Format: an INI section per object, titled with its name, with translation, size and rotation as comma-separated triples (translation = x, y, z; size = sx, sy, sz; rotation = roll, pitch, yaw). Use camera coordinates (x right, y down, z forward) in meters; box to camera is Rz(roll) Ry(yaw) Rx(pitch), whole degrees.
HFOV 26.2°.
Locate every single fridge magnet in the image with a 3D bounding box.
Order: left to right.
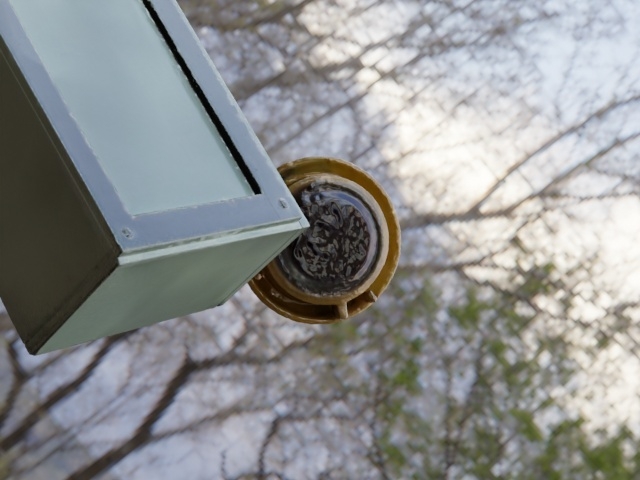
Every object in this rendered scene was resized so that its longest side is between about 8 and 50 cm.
[fridge magnet]
translation = 0.000, 0.000, 1.155
size = 0.143, 0.143, 0.063
rotation = 55, -10, -8

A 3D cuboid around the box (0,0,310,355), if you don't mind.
[box]
translation = -0.121, -0.072, 0.676
size = 0.086, 0.129, 0.225
rotation = -42, -108, 37
